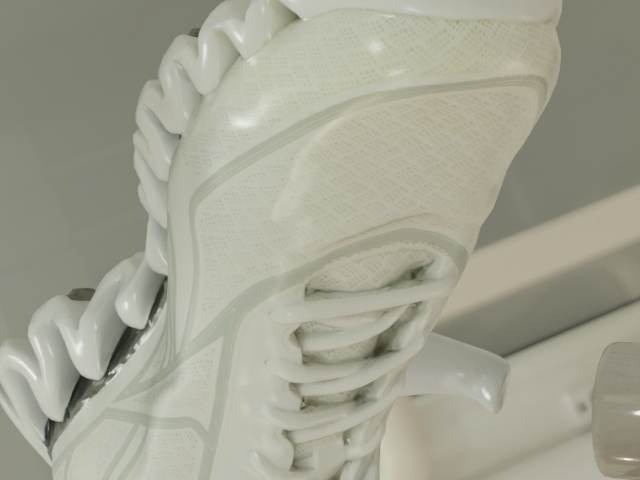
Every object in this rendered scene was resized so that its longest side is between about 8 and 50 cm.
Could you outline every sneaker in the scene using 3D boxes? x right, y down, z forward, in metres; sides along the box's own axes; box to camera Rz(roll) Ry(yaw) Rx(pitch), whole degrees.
[{"bbox_3d":[-0.008,0.028,0.524,0.292,0.110,0.118,125,136,-52],"label":"sneaker"}]

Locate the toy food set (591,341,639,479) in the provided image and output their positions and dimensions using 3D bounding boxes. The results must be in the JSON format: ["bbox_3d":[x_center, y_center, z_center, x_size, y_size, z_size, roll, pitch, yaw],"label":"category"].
[{"bbox_3d":[0.119,0.115,0.495,0.232,0.104,0.111,-69,-27,-42],"label":"toy food set"}]

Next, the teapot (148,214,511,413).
[{"bbox_3d":[0.000,0.000,1.184,0.252,0.187,0.256,147,116,-71],"label":"teapot"}]
